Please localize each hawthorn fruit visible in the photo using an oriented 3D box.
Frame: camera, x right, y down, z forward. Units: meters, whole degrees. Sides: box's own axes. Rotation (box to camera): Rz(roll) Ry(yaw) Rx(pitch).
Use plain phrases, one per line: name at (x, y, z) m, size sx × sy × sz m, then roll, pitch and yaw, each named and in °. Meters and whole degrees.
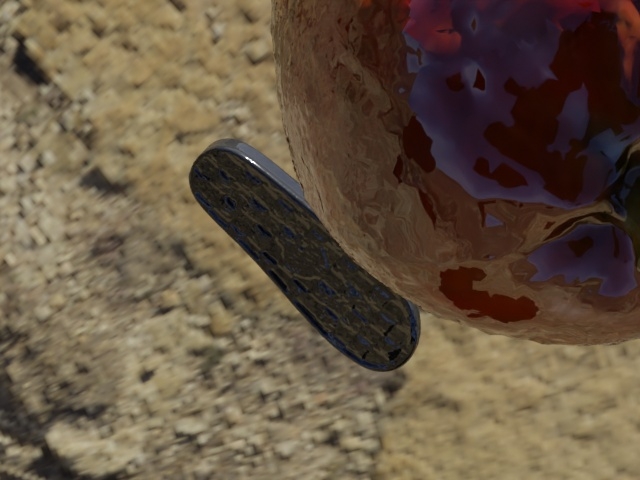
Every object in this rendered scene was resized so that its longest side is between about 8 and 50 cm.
hawthorn fruit at (0.114, -0.080, 0.851) m, size 0.275 × 0.275 × 0.300 m, roll 19°, pitch 34°, yaw -20°

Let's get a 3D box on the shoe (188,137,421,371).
shoe at (0.000, 0.000, 1.167) m, size 0.179 × 0.071 × 0.049 m, roll 43°, pitch 38°, yaw -2°
